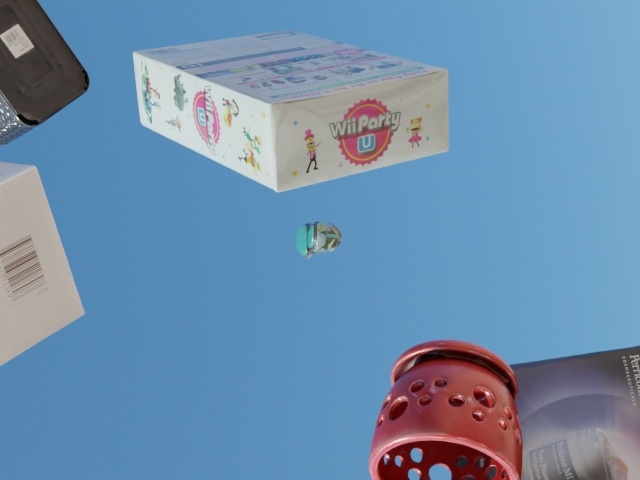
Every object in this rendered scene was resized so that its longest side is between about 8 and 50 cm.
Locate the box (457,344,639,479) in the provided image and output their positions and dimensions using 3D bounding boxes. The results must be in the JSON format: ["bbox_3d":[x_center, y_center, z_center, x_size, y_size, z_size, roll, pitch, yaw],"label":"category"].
[{"bbox_3d":[0.337,0.327,1.739,0.183,0.294,0.296,74,-172,-58],"label":"box"}]

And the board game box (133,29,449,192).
[{"bbox_3d":[-0.038,-0.155,1.370,0.224,0.303,0.097,-15,-67,-30],"label":"board game box"}]

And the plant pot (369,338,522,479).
[{"bbox_3d":[0.168,0.234,1.595,0.191,0.191,0.174,52,-142,-36],"label":"plant pot"}]

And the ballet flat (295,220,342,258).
[{"bbox_3d":[0.000,0.000,2.248,0.070,0.188,0.070,0,-90,-11],"label":"ballet flat"}]

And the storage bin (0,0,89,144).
[{"bbox_3d":[-0.380,-0.221,1.488,0.122,0.084,0.180,-45,-71,-40],"label":"storage bin"}]

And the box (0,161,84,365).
[{"bbox_3d":[-0.286,0.011,0.971,0.091,0.170,0.130,-34,-60,-40],"label":"box"}]
